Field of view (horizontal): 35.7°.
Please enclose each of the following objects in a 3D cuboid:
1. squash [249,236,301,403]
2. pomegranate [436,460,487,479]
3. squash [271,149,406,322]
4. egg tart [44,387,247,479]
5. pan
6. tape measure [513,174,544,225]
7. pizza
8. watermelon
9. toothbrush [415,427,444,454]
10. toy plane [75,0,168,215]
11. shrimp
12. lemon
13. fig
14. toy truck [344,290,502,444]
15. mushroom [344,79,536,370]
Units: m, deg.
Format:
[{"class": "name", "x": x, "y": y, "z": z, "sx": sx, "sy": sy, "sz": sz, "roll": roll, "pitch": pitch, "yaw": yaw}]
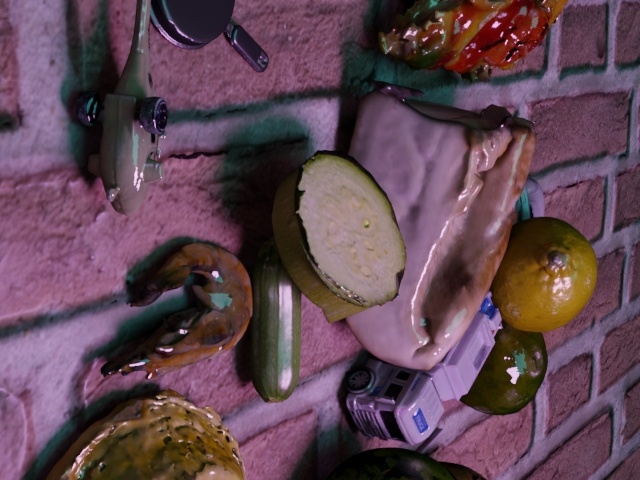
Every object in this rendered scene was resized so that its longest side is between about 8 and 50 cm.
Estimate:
[{"class": "squash", "x": -0.058, "y": 0.103, "z": 1.297, "sx": 0.077, "sy": 0.068, "sz": 0.219, "roll": -32, "pitch": 124, "yaw": -74}, {"class": "pomegranate", "x": 0.199, "y": 0.486, "z": 1.657, "sx": 0.202, "sy": 0.202, "sz": 0.248, "roll": 14, "pitch": 116, "yaw": -54}, {"class": "squash", "x": 0.002, "y": -0.002, "z": 1.279, "sx": 0.220, "sy": 0.133, "sz": 0.220, "roll": 36, "pitch": 43, "yaw": -44}, {"class": "egg tart", "x": -0.175, "y": 0.346, "z": 1.140, "sx": 0.345, "sy": 0.132, "sz": 0.346, "roll": -13, "pitch": 106, "yaw": -54}, {"class": "pan", "x": -0.120, "y": -0.268, "z": 1.171, "sx": 0.235, "sy": 0.028, "sz": 0.136, "roll": 38, "pitch": 67, "yaw": -51}, {"class": "tape measure", "x": 0.319, "y": -0.030, "z": 1.752, "sx": 0.197, "sy": 0.120, "sz": 0.236, "roll": -52, "pitch": 144, "yaw": -23}, {"class": "pizza", "x": 0.257, "y": -0.339, "z": 1.519, "sx": 0.406, "sy": 0.130, "sz": 0.440, "roll": -32, "pitch": 161, "yaw": -22}, {"class": "watermelon", "x": 0.099, "y": 0.435, "z": 1.437, "sx": 0.269, "sy": 0.268, "sz": 0.269, "roll": -15, "pitch": 109, "yaw": -52}, {"class": "toothbrush", "x": 0.159, "y": 0.373, "z": 1.702, "sx": 0.194, "sy": 0.014, "sz": 0.017, "roll": -29, "pitch": 117, "yaw": -48}, {"class": "toy plane", "x": -0.193, "y": -0.169, "z": 1.051, "sx": 0.108, "sy": 0.092, "sz": 0.287, "roll": -23, "pitch": 118, "yaw": -74}, {"class": "shrimp", "x": -0.158, "y": 0.079, "z": 1.168, "sx": 0.254, "sy": 0.059, "sz": 0.145, "roll": -12, "pitch": 104, "yaw": -53}, {"class": "lemon", "x": 0.351, "y": 0.051, "z": 1.590, "sx": 0.248, "sy": 0.184, "sz": 0.184, "roll": 84, "pitch": 27, "yaw": -68}, {"class": "fig", "x": 0.318, "y": 0.223, "z": 1.743, "sx": 0.245, "sy": 0.195, "sz": 0.195, "roll": 55, "pitch": 53, "yaw": -34}, {"class": "toy truck", "x": 0.163, "y": 0.190, "z": 1.549, "sx": 0.268, "sy": 0.155, "sz": 0.124, "roll": -55, "pitch": 138, "yaw": -31}, {"class": "mushroom", "x": 0.167, "y": -0.018, "z": 1.504, "sx": 0.313, "sy": 0.224, "sz": 0.398, "roll": -9, "pitch": 112, "yaw": -68}]
